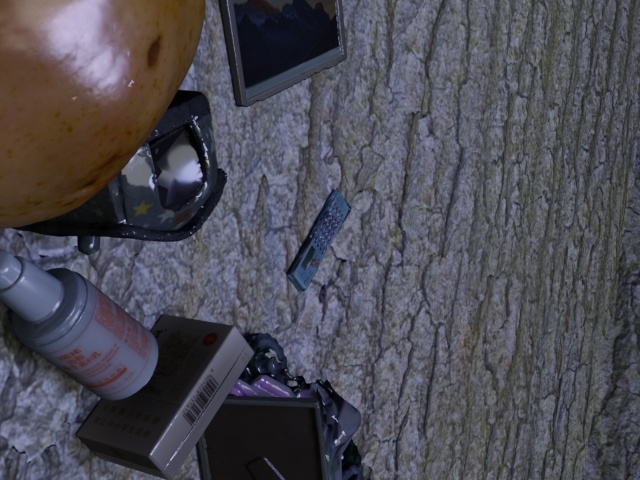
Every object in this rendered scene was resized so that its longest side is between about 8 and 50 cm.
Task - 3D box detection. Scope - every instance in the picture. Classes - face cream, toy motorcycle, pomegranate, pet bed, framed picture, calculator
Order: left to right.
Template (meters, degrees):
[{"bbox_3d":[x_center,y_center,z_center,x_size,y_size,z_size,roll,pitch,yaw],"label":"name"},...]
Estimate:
[{"bbox_3d":[-0.298,-0.198,0.852,0.411,0.412,0.411,-18,112,-52],"label":"pomegranate"},{"bbox_3d":[-0.289,0.086,1.168,0.251,0.101,0.101,51,57,-48],"label":"face cream"},{"bbox_3d":[-0.224,-0.066,1.126,0.183,0.211,0.159,-36,124,-49],"label":"pet bed"},{"bbox_3d":[-0.079,0.335,1.458,0.023,0.189,0.259,-60,146,-65],"label":"framed picture"},{"bbox_3d":[-0.048,-0.318,1.490,0.265,0.018,0.192,-35,127,-46],"label":"framed picture"},{"bbox_3d":[-0.038,0.294,1.524,0.327,0.143,0.188,55,38,-27],"label":"toy motorcycle"},{"bbox_3d":[0.000,0.000,1.634,0.172,0.018,0.057,-60,139,-24],"label":"calculator"}]

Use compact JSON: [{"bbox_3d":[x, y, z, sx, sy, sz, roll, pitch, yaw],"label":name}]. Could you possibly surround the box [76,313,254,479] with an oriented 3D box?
[{"bbox_3d":[-0.192,0.191,1.297,0.201,0.141,0.058,-59,135,-31],"label":"box"}]
